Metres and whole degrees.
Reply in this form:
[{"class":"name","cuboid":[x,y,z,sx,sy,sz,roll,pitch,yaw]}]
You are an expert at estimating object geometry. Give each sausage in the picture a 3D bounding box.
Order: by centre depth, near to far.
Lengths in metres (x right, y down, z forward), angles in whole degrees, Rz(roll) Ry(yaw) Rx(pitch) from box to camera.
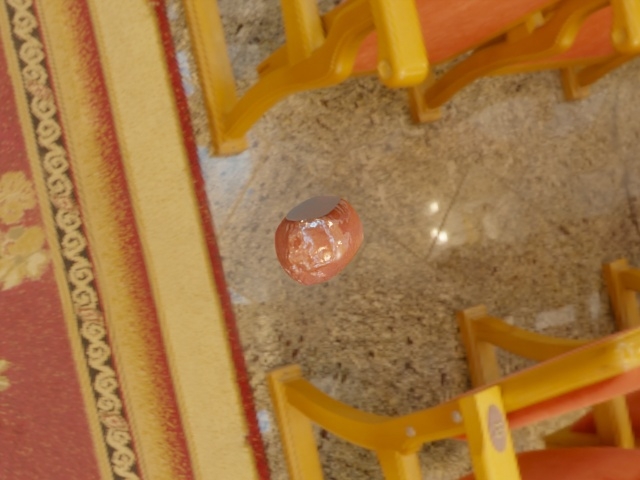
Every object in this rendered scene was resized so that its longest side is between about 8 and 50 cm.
[{"class":"sausage","cuboid":[0.000,0.001,0.675,0.094,0.059,0.054,-44,131,-63]}]
